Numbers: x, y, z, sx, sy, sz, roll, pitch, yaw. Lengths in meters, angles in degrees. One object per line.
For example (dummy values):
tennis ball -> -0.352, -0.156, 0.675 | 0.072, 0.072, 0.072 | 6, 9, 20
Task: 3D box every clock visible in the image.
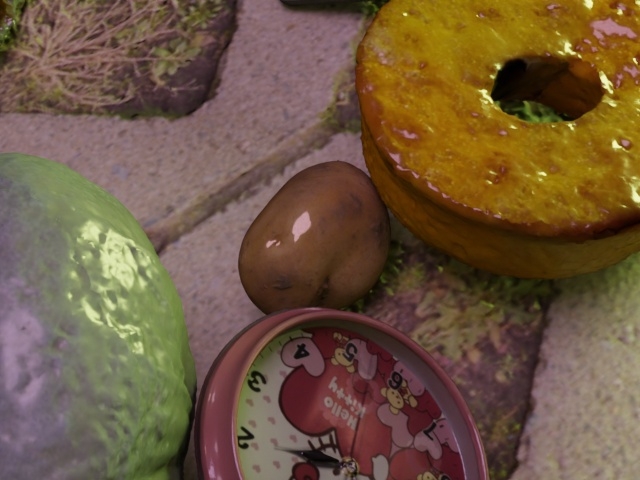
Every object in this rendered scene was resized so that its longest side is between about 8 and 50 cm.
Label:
clock -> 0.019, 0.160, 1.329 | 0.244, 0.056, 0.244 | 18, 57, -29

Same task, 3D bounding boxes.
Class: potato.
potato -> -0.002, 0.002, 1.466 | 0.112, 0.112, 0.147 | 32, 59, 25

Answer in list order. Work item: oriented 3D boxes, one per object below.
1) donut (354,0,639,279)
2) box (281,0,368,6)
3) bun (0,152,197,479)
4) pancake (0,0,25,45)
donut -> 0.171, -0.089, 1.461 | 0.303, 0.110, 0.303 | 4, 52, -6
box -> 0.031, -0.281, 1.621 | 0.172, 0.093, 0.124 | -2, 57, 25
bun -> -0.208, 0.117, 1.314 | 0.211, 0.362, 0.361 | 11, 53, -27
pancake -> -0.396, -0.224, 1.690 | 0.305, 0.067, 0.426 | 13, 60, 14
